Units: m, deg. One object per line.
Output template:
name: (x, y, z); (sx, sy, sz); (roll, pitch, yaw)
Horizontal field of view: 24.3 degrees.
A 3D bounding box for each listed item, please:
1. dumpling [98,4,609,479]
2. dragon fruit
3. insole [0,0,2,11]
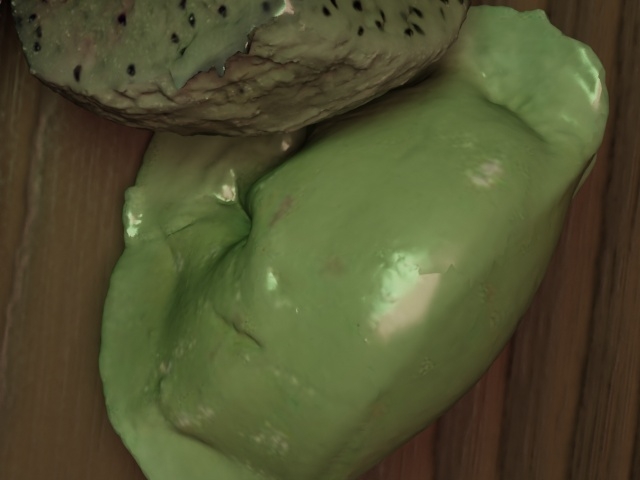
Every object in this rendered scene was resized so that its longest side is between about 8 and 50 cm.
dumpling: (0.018, 0.024, 0.918); (0.320, 0.270, 0.212); (-44, 127, -31)
dragon fruit: (-0.050, -0.182, 0.879); (0.204, 0.221, 0.283); (14, 56, -51)
insole: (-0.227, -0.084, 0.879); (0.009, 0.119, 0.348); (7, 101, -46)
